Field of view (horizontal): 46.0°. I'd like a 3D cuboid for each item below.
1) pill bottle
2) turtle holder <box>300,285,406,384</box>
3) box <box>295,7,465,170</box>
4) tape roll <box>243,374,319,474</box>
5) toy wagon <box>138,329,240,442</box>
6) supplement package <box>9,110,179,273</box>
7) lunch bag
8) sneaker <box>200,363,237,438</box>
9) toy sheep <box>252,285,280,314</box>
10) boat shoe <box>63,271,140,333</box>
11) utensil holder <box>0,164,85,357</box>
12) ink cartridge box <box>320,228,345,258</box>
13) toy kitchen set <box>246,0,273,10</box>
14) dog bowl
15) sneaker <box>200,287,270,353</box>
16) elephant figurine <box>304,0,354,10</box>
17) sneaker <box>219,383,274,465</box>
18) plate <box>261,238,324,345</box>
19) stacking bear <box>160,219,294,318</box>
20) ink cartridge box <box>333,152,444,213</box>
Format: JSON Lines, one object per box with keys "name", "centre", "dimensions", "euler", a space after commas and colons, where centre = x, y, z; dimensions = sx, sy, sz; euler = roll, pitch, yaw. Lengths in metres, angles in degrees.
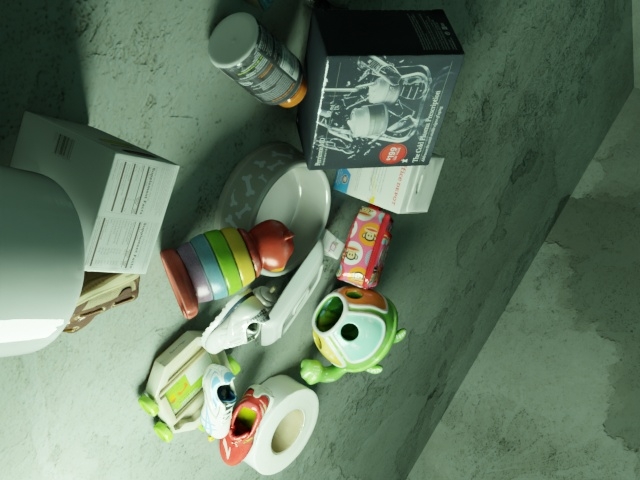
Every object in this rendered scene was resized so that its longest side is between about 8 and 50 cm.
{"name": "pill bottle", "centre": [-0.124, -0.378, 1.638], "dimensions": [0.246, 0.130, 0.130], "euler": [31, 85, -57]}
{"name": "turtle holder", "centre": [0.071, 0.274, 2.277], "dimensions": [0.320, 0.243, 0.227], "euler": [-34, 138, 25]}
{"name": "box", "centre": [0.124, -0.344, 1.752], "dimensions": [0.312, 0.179, 0.343], "euler": [-3, 141, -12]}
{"name": "tape roll", "centre": [-0.131, 0.548, 2.246], "dimensions": [0.286, 0.100, 0.286], "euler": [-32, 134, -41]}
{"name": "toy wagon", "centre": [-0.319, 0.384, 1.909], "dimensions": [0.267, 0.068, 0.344], "euler": [-43, 142, -30]}
{"name": "supplement package", "centre": [-0.406, -0.084, 1.306], "dimensions": [0.145, 0.262, 0.204], "euler": [7, 104, -56]}
{"name": "lunch bag", "centre": [0.138, 0.005, 2.190], "dimensions": [0.293, 0.120, 0.258], "euler": [12, 93, -82]}
{"name": "sneaker", "centre": [-0.249, 0.414, 1.885], "dimensions": [0.085, 0.086, 0.237], "euler": [-34, 137, -42]}
{"name": "toy sheep", "centre": [-0.152, 0.161, 1.979], "dimensions": [0.091, 0.091, 0.132], "euler": [-9, 142, -52]}
{"name": "boat shoe", "centre": [-0.487, 0.131, 1.467], "dimensions": [0.342, 0.123, 0.123], "euler": [-30, 132, -50]}
{"name": "utensil holder", "centre": [-0.589, 0.025, 1.076], "dimensions": [0.385, 0.327, 0.327], "euler": [8, 104, -59]}
{"name": "ink cartridge box", "centre": [0.000, 0.000, 2.090], "dimensions": [0.052, 0.088, 0.122], "euler": [-64, 148, -9]}
{"name": "toy kitchen set", "centre": [-0.109, -0.598, 1.526], "dimensions": [0.166, 0.122, 0.207], "euler": [-56, 146, -14]}
{"name": "dog bowl", "centre": [-0.106, -0.068, 1.889], "dimensions": [0.349, 0.102, 0.349], "euler": [-32, 134, -41]}
{"name": "sneaker", "centre": [-0.201, 0.211, 1.760], "dimensions": [0.090, 0.095, 0.235], "euler": [-35, 168, -46]}
{"name": "elephant figurine", "centre": [0.066, -0.630, 1.727], "dimensions": [0.239, 0.169, 0.186], "euler": [-52, 160, -10]}
{"name": "sneaker", "centre": [-0.222, 0.511, 2.039], "dimensions": [0.279, 0.107, 0.118], "euler": [-68, 171, 26]}
{"name": "plate", "centre": [-0.067, 0.153, 2.022], "dimensions": [0.278, 0.045, 0.277], "euler": [-55, 174, -18]}
{"name": "stacking bear", "centre": [-0.195, 0.044, 1.689], "dimensions": [0.289, 0.175, 0.164], "euler": [-22, 90, -15]}
{"name": "ink cartridge box", "centre": [0.190, -0.190, 2.104], "dimensions": [0.168, 0.233, 0.171], "euler": [-6, 115, -53]}
